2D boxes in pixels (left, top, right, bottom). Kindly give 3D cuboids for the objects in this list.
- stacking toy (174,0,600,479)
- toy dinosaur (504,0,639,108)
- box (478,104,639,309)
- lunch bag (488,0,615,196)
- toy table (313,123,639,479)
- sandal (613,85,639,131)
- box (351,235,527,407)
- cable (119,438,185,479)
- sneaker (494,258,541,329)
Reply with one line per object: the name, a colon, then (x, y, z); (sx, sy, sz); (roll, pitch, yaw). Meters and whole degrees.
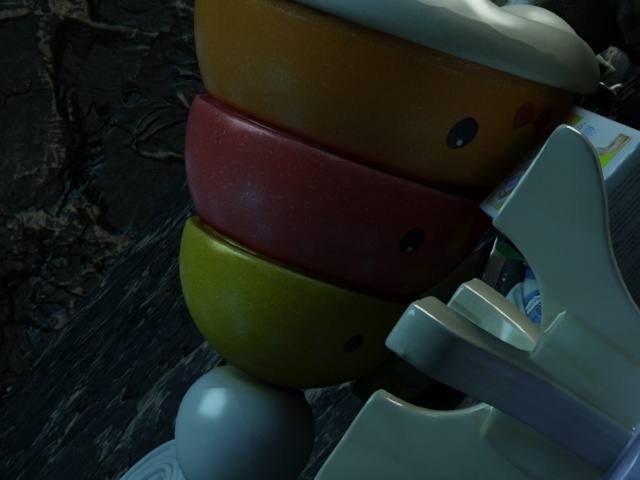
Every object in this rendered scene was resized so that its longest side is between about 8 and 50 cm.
stacking toy: (0.000, 0.000, 1.629); (0.350, 0.350, 0.480); (-119, 47, -77)
toy dinosaur: (0.225, -0.190, 1.783); (0.313, 0.160, 0.121); (-47, 12, 1)
box: (0.207, -0.016, 1.437); (0.114, 0.103, 0.203); (-47, 12, 2)
lunch bag: (0.094, -0.142, 1.902); (0.287, 0.235, 0.169); (-47, 10, 5)
toy table: (0.128, 0.081, 1.094); (0.252, 0.161, 0.274); (-55, -8, -4)
sandal: (0.301, -0.152, 1.647); (0.254, 0.054, 0.097); (-51, 13, -14)
box: (0.094, 0.080, 1.679); (0.179, 0.043, 0.105); (-41, 14, 36)
cable: (-0.163, 0.296, 1.781); (0.257, 0.089, 0.257); (-48, 12, -1)
sneaker: (0.156, 0.077, 1.389); (0.211, 0.081, 0.080); (-84, 7, -68)
